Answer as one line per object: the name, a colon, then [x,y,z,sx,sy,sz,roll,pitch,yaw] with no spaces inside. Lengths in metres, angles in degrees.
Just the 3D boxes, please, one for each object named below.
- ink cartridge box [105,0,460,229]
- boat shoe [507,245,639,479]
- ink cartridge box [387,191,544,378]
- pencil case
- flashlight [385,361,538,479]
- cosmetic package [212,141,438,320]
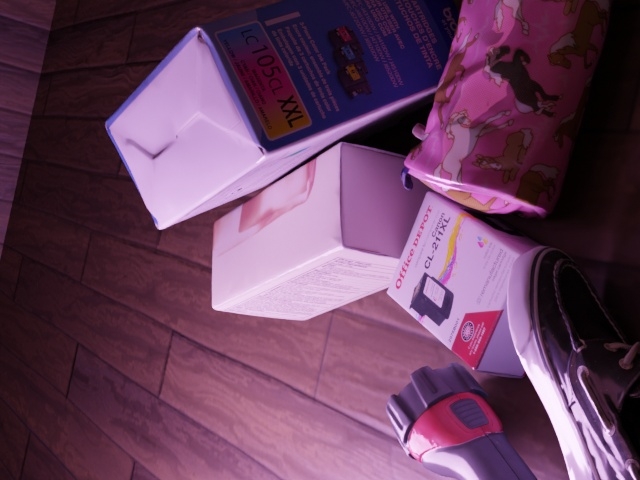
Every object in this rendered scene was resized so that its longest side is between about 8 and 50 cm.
ink cartridge box: [-0.007,-0.173,1.125,0.270,0.395,0.151,-26,88,54]
boat shoe: [0.245,0.127,0.813,0.102,0.108,0.301,-42,49,44]
ink cartridge box: [0.157,0.042,1.011,0.175,0.072,0.127,41,115,54]
pencil case: [0.198,-0.218,0.961,0.167,0.160,0.386,18,95,22]
flashlight: [0.169,0.246,0.907,0.103,0.103,0.304,-46,45,12]
cosmetic package: [0.000,0.000,1.201,0.296,0.153,0.129,-25,60,51]
